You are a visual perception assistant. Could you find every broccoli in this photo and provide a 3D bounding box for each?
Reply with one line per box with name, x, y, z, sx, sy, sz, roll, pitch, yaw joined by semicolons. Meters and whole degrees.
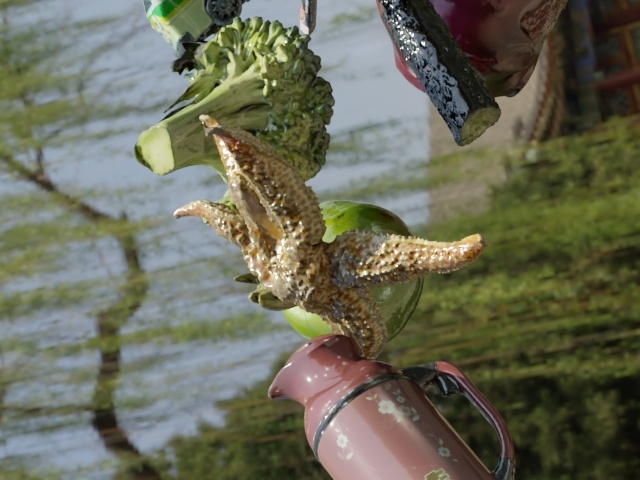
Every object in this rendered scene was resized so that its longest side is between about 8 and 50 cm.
broccoli;-0.122;-0.139;1.626;0.247;0.263;0.243;43;-138;21

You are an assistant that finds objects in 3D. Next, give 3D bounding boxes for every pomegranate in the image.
pomegranate;0.016;0.052;1.980;0.301;0.236;0.236;-2;-102;-52

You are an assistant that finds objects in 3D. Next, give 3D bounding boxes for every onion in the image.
onion;0.191;-0.429;2.153;0.398;0.420;0.398;20;-90;-88

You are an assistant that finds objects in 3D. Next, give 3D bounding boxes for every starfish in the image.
starfish;-0.024;-0.011;1.295;0.293;0.301;0.084;42;-125;2

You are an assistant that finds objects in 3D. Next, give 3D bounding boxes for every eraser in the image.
eraser;-0.019;-0.355;2.031;0.027;0.019;0.099;51;154;33

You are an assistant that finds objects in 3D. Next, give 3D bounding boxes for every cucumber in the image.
cucumber;0.136;-0.244;1.696;0.072;0.072;0.300;43;-164;-56

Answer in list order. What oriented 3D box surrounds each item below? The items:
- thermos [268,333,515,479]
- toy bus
thermos;0.084;0.187;1.120;0.109;0.136;0.330;15;-154;-49
toy bus;-0.146;-0.404;1.940;0.165;0.276;0.133;47;173;-5
